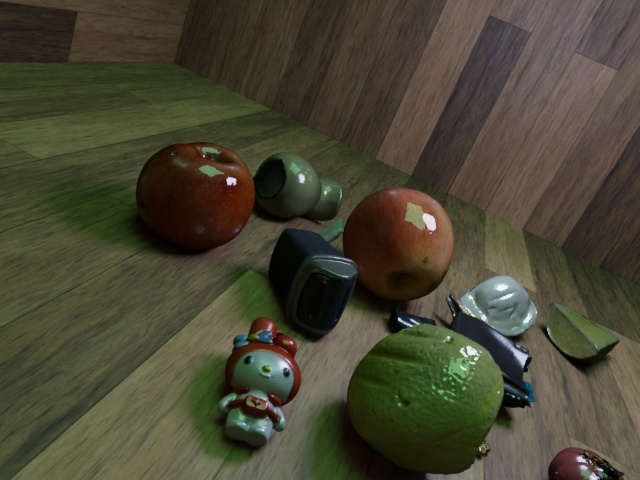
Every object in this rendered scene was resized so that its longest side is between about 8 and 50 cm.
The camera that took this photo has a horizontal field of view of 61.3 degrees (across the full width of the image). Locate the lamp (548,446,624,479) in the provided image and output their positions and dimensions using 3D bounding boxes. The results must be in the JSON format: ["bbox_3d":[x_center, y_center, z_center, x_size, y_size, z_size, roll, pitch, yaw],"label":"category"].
[{"bbox_3d":[0.603,0.541,1.201,0.181,0.140,0.182,24,19,-9],"label":"lamp"}]

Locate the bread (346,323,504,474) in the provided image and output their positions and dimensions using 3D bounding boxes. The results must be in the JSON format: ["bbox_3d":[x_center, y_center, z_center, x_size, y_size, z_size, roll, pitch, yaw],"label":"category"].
[{"bbox_3d":[0.208,0.313,1.113,0.237,0.320,0.321,37,18,-19],"label":"bread"}]

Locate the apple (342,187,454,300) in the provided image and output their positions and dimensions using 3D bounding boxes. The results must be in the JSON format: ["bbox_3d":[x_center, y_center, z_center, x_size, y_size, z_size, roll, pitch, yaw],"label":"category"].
[{"bbox_3d":[0.250,0.021,1.729,0.363,0.364,0.364,20,23,-9],"label":"apple"}]

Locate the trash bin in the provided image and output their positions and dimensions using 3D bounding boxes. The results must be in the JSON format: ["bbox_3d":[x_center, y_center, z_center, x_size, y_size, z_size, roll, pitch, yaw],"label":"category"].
[{"bbox_3d":[-0.024,0.103,1.473,0.182,0.210,0.290,8,22,-29],"label":"trash bin"}]

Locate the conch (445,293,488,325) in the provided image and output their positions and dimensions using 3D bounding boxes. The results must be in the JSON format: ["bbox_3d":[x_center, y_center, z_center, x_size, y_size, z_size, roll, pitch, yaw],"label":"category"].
[{"bbox_3d":[0.478,0.278,1.721,0.232,0.086,0.080,40,-13,39],"label":"conch"}]

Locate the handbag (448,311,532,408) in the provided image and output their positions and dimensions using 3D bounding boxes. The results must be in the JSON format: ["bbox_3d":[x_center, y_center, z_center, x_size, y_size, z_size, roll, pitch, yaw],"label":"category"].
[{"bbox_3d":[0.464,0.338,1.516,0.256,0.114,0.285,24,24,12],"label":"handbag"}]

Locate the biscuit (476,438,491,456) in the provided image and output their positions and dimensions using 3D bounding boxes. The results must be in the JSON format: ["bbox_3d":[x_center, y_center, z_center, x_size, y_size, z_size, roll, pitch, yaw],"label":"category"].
[{"bbox_3d":[0.332,0.438,1.310,0.133,0.027,0.184,20,22,-13],"label":"biscuit"}]

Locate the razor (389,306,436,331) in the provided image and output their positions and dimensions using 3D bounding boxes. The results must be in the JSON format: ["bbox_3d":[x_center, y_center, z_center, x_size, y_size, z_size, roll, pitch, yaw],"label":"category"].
[{"bbox_3d":[0.277,0.255,1.614,0.147,0.054,0.090,19,23,-9],"label":"razor"}]

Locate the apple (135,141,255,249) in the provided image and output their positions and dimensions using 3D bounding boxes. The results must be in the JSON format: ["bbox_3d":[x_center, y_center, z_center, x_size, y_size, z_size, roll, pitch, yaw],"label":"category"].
[{"bbox_3d":[-0.356,-0.136,1.571,0.348,0.277,0.349,19,24,-9],"label":"apple"}]

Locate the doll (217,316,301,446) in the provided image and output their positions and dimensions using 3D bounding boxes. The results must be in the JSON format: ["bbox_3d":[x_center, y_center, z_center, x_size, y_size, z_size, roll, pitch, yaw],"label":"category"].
[{"bbox_3d":[-0.118,0.273,1.101,0.160,0.130,0.290,16,38,-2],"label":"doll"}]

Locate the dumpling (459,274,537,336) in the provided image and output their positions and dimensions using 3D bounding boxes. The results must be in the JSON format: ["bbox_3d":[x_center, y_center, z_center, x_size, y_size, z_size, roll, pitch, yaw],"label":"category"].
[{"bbox_3d":[0.633,0.241,1.904,0.227,0.243,0.175,65,3,33],"label":"dumpling"}]

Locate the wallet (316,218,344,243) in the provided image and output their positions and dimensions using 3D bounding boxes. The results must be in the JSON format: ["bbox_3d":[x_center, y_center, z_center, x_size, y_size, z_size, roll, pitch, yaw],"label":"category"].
[{"bbox_3d":[0.000,0.000,1.771,0.032,0.182,0.124,51,13,-17],"label":"wallet"}]

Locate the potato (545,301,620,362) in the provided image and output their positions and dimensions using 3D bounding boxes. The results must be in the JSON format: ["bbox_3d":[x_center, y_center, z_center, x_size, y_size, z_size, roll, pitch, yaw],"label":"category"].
[{"bbox_3d":[0.978,0.369,1.972,0.255,0.112,0.269,17,27,-24],"label":"potato"}]

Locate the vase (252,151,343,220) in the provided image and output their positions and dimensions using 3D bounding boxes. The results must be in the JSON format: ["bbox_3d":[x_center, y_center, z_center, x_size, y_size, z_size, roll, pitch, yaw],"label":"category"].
[{"bbox_3d":[-0.121,-0.196,2.049,0.329,0.241,0.302,9,-4,40],"label":"vase"}]

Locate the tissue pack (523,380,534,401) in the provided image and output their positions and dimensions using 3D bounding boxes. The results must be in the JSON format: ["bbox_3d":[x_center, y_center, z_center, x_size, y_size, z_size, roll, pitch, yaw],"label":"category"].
[{"bbox_3d":[0.546,0.415,1.557,0.137,0.028,0.085,21,28,5],"label":"tissue pack"}]
